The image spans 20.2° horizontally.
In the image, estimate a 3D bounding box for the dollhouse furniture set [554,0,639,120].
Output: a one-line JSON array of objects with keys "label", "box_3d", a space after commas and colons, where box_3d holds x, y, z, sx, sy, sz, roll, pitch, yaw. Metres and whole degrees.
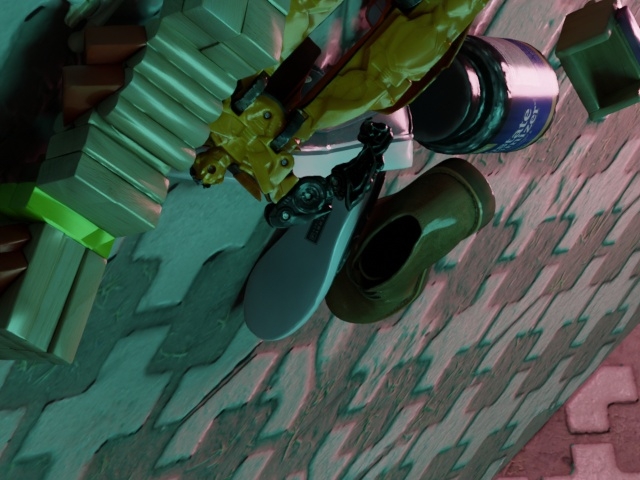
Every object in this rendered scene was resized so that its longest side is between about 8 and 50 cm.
[{"label": "dollhouse furniture set", "box_3d": [0.303, -0.304, 1.430, 0.303, 0.286, 0.198, -21, -159, 29]}]

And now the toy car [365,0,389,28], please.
[{"label": "toy car", "box_3d": [0.102, -0.283, 1.588, 0.225, 0.053, 0.239, -50, 160, -7]}]

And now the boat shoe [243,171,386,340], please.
[{"label": "boat shoe", "box_3d": [0.000, 0.000, 1.819, 0.076, 0.080, 0.228, -2, 120, -63]}]

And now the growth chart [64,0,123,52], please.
[{"label": "growth chart", "box_3d": [-0.142, -0.234, 1.188, 0.172, 0.021, 0.237, -50, 160, -8]}]

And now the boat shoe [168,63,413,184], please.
[{"label": "boat shoe", "box_3d": [-0.025, -0.105, 1.558, 0.301, 0.108, 0.102, -8, 101, -46]}]

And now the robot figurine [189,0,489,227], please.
[{"label": "robot figurine", "box_3d": [0.000, -0.151, 1.416, 0.291, 0.211, 0.085, -46, -165, -6]}]

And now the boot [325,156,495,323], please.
[{"label": "boot", "box_3d": [0.059, 0.018, 1.866, 0.115, 0.112, 0.305, -35, 173, -34]}]

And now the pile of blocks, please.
[{"label": "pile of blocks", "box_3d": [-0.168, -0.079, 1.280, 0.113, 0.149, 0.362, 36, 88, -41]}]

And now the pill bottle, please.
[{"label": "pill bottle", "box_3d": [0.151, -0.148, 1.819, 0.123, 0.123, 0.219, -59, 159, 19]}]
